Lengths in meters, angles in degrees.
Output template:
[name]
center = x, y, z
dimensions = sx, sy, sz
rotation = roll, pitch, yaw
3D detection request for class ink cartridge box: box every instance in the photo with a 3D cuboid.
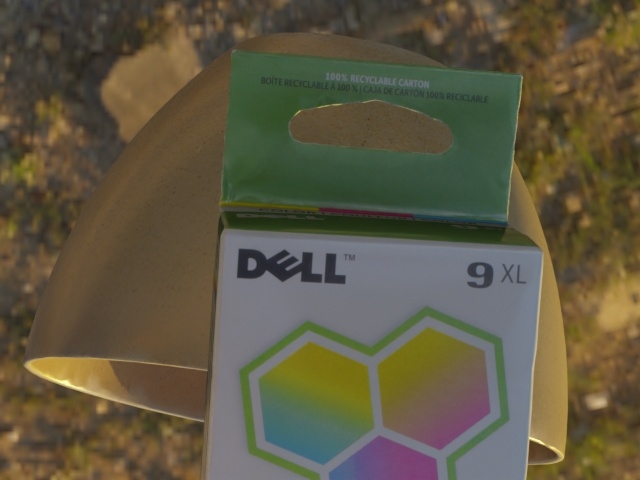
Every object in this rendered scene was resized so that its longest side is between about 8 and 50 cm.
[ink cartridge box]
center = 0.016, 0.043, 0.658
dimensions = 0.109, 0.062, 0.209
rotation = 4, 97, -5

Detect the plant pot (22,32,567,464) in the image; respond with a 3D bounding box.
[plant pot]
center = 0.000, 0.000, 1.010
dimensions = 0.284, 0.191, 0.284
rotation = 9, 169, 2
